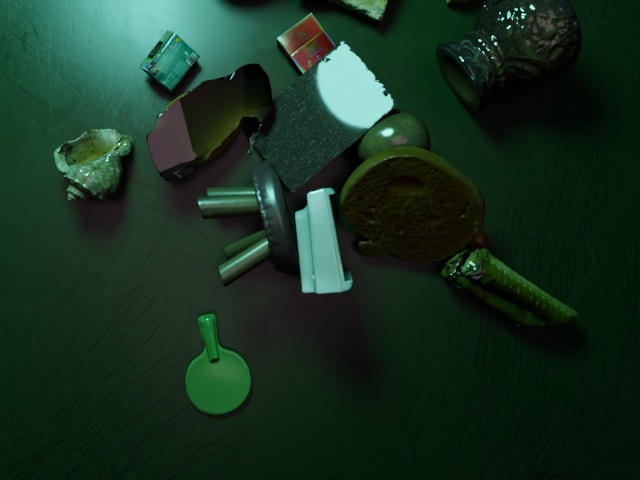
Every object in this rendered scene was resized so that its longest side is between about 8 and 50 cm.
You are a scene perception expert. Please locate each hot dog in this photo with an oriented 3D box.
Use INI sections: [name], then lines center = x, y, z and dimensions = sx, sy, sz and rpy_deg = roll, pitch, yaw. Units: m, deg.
[hot dog]
center = -0.261, -0.273, 1.320
dimensions = 0.326, 0.107, 0.194
rpy_deg = -27, 106, -18

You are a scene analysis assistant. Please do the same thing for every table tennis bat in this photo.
[table tennis bat]
center = -0.259, 0.305, 1.371
dimensions = 0.160, 0.039, 0.257
rpy_deg = -10, 99, -9

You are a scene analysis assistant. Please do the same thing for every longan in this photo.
[longan]
center = 0.175, -0.240, 1.363
dimensions = 0.187, 0.167, 0.167
rpy_deg = -10, 94, -1

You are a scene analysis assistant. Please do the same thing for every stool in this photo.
[stool]
center = -0.155, -0.036, 1.269
dimensions = 0.178, 0.272, 0.272
rpy_deg = -14, 94, 0

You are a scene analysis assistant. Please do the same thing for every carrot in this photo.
[carrot]
center = 0.369, -0.040, 1.460
dimensions = 0.186, 0.060, 0.060
rpy_deg = 36, 86, -10

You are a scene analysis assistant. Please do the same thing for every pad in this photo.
[pad]
center = -0.007, -0.297, 1.336
dimensions = 0.330, 0.004, 0.220
rpy_deg = -39, 78, 7

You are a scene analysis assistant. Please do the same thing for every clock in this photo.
[clock]
center = 0.000, 0.000, 1.294
dimensions = 0.116, 0.262, 0.231
rpy_deg = -10, 93, 1

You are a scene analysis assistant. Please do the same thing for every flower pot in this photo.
[flower pot]
center = 0.447, -0.472, 1.371
dimensions = 0.267, 0.266, 0.266
rpy_deg = -33, 97, 3

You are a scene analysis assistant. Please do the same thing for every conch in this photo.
[conch]
center = -0.513, -0.177, 1.261
dimensions = 0.155, 0.130, 0.207
rpy_deg = 39, 70, -22

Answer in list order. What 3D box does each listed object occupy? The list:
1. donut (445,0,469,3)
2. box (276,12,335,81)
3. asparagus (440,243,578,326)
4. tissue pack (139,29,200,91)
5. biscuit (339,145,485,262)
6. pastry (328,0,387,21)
[donut]
center = 0.387, -0.716, 1.412
dimensions = 0.085, 0.141, 0.217
rpy_deg = 5, 95, -18
[box]
center = -0.014, -0.456, 1.382
dimensions = 0.112, 0.048, 0.175
rpy_deg = -40, 98, -6
[asparagus]
center = 0.499, 0.141, 1.465
dimensions = 0.382, 0.108, 0.128
rpy_deg = 31, 87, -11
[tissue pack]
center = -0.360, -0.423, 1.310
dimensions = 0.111, 0.079, 0.085
rpy_deg = -54, 135, -3
[biscuit]
center = 0.216, -0.069, 1.367
dimensions = 0.367, 0.063, 0.314
rpy_deg = 30, 123, -26
[pastry]
center = 0.056, -0.625, 1.369
dimensions = 0.258, 0.089, 0.121
rpy_deg = 10, 93, -9
